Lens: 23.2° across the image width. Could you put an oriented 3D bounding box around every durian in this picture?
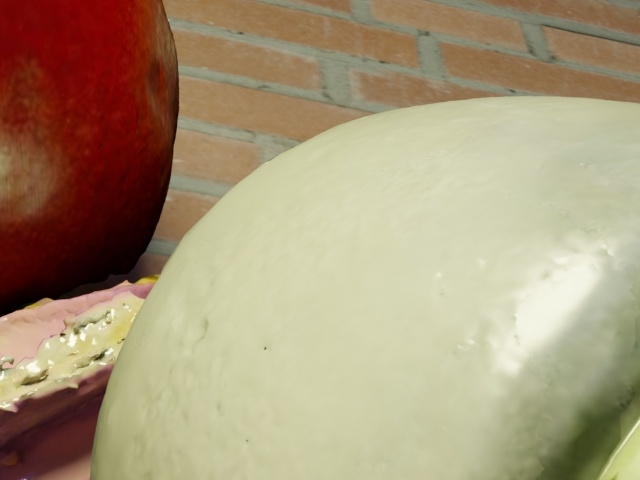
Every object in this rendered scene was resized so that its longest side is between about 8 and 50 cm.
[{"bbox_3d":[-0.164,0.109,0.718,0.341,0.112,0.191,-28,7,-12],"label":"durian"}]

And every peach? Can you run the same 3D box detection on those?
[{"bbox_3d":[-0.281,-0.103,0.856,0.406,0.310,0.335,5,26,-4],"label":"peach"}]

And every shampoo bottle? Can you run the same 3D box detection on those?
[{"bbox_3d":[0.087,0.107,0.575,0.322,0.322,0.317,-19,29,-41],"label":"shampoo bottle"}]
